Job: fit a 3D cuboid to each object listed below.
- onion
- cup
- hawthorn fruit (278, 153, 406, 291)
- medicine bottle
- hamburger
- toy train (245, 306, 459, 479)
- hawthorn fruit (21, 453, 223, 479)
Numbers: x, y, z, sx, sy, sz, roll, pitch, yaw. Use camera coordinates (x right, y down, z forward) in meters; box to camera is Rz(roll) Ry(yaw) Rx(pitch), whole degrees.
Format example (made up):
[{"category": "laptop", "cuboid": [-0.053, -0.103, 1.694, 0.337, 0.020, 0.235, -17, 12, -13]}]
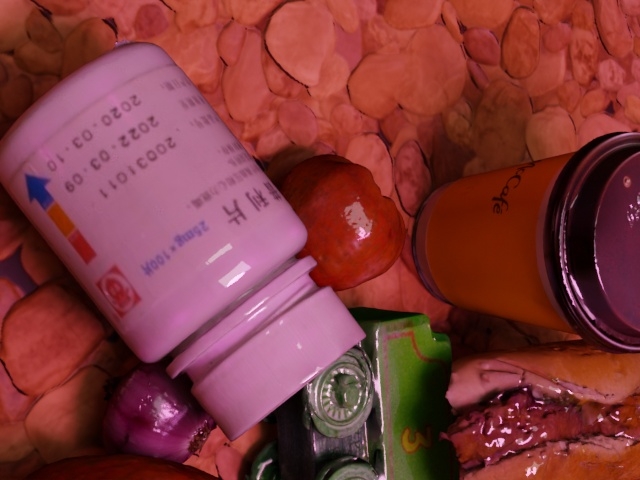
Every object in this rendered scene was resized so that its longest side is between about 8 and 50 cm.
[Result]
[{"category": "onion", "cuboid": [-0.136, 0.141, 1.093, 0.115, 0.104, 0.115, -46, 149, -39]}, {"category": "cup", "cuboid": [0.220, 0.001, 1.208, 0.196, 0.280, 0.196, 0, 91, -33]}, {"category": "hawthorn fruit", "cuboid": [0.012, -0.009, 1.177, 0.125, 0.125, 0.140, 13, 115, -32]}, {"category": "medicine bottle", "cuboid": [-0.106, 0.003, 1.016, 0.170, 0.170, 0.293, -36, 86, -28]}, {"category": "hamburger", "cuboid": [0.226, 0.171, 1.213, 0.245, 0.282, 0.155, -15, 73, -1]}, {"category": "toy train", "cuboid": [0.031, 0.170, 1.177, 0.188, 0.132, 0.243, -8, 96, -37]}, {"category": "hawthorn fruit", "cuboid": [-0.126, 0.300, 1.027, 0.300, 0.254, 0.254, 32, 71, -57]}]
